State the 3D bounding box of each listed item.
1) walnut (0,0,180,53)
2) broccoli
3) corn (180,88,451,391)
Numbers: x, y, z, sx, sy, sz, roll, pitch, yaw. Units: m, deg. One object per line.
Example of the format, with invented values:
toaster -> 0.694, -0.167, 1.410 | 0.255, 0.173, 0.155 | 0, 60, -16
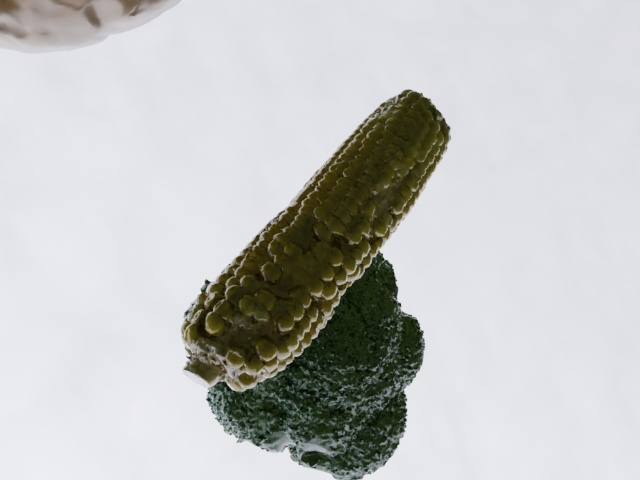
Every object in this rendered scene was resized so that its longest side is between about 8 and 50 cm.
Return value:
walnut -> -0.232, -0.353, 0.916 | 0.308, 0.398, 0.354 | -20, -138, -18
broccoli -> -0.013, 0.130, 1.253 | 0.254, 0.269, 0.269 | -14, -122, -14
corn -> 0.000, 0.000, 0.955 | 0.097, 0.097, 0.320 | 39, -112, 3
